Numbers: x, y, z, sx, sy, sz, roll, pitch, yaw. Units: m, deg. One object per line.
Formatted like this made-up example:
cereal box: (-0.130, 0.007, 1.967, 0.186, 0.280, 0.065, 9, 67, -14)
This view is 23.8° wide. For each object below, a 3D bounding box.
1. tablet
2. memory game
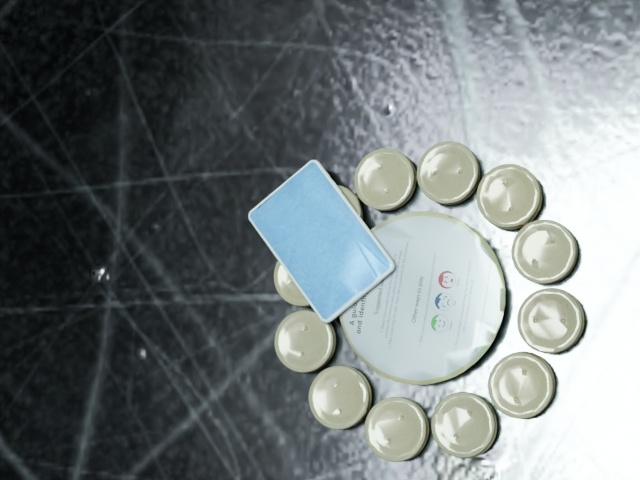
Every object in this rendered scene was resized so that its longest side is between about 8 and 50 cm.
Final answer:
tablet: (0.000, 0.000, 0.876, 0.054, 0.006, 0.083, -40, 72, 11)
memory game: (0.058, 0.034, 0.861, 0.186, 0.012, 0.186, -3, 82, 19)
